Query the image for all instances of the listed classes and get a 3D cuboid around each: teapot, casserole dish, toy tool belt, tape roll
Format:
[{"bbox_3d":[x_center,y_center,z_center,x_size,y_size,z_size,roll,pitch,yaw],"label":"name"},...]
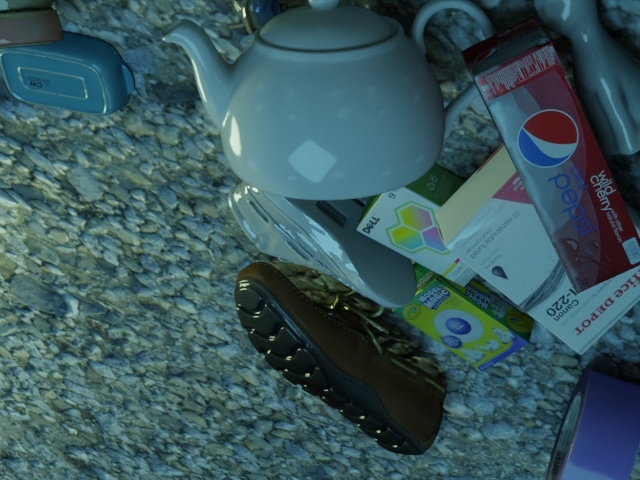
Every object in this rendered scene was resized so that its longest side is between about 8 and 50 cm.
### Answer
[{"bbox_3d":[0.015,-0.165,1.261,0.252,0.256,0.187,17,120,35],"label":"teapot"},{"bbox_3d":[-0.322,-0.205,1.515,0.188,0.037,0.114,12,139,15],"label":"casserole dish"},{"bbox_3d":[-0.054,-0.241,1.327,0.051,0.052,0.083,-1,137,39],"label":"toy tool belt"},{"bbox_3d":[0.355,0.267,1.592,0.080,0.189,0.189,18,141,7],"label":"tape roll"}]

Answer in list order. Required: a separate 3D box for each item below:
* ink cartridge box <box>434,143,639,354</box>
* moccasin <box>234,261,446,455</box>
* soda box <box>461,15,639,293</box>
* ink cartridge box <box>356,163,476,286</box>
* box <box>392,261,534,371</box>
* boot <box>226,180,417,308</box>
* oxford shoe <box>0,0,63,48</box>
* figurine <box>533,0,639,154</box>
[{"bbox_3d":[0.261,-0.001,1.364,0.218,0.092,0.158,37,109,-18],"label":"ink cartridge box"},{"bbox_3d":[0.037,0.143,1.665,0.380,0.147,0.139,38,154,-22],"label":"moccasin"},{"bbox_3d":[0.235,-0.084,1.225,0.083,0.092,0.263,-25,113,9],"label":"soda box"},{"bbox_3d":[0.113,-0.038,1.464,0.209,0.062,0.109,29,141,-6],"label":"ink cartridge box"},{"bbox_3d":[0.177,0.092,1.599,0.179,0.043,0.105,35,139,-11],"label":"box"},{"bbox_3d":[0.000,0.000,1.557,0.258,0.095,0.123,45,143,-12],"label":"boot"},{"bbox_3d":[-0.457,-0.297,1.436,0.397,0.140,0.147,5,104,31],"label":"oxford shoe"},{"bbox_3d":[0.305,-0.189,1.158,0.215,0.092,0.209,3,133,54],"label":"figurine"}]
